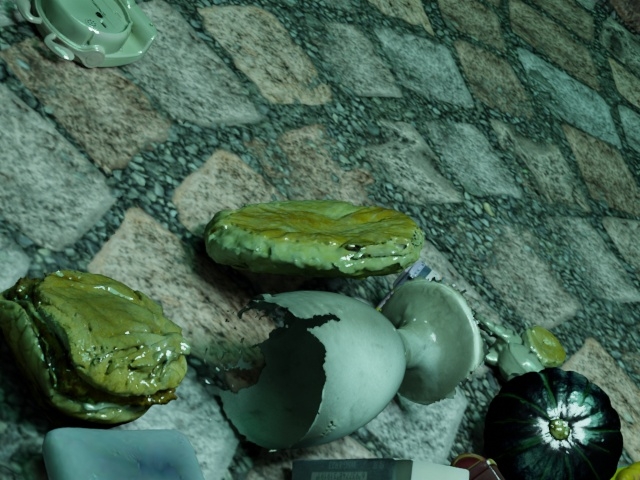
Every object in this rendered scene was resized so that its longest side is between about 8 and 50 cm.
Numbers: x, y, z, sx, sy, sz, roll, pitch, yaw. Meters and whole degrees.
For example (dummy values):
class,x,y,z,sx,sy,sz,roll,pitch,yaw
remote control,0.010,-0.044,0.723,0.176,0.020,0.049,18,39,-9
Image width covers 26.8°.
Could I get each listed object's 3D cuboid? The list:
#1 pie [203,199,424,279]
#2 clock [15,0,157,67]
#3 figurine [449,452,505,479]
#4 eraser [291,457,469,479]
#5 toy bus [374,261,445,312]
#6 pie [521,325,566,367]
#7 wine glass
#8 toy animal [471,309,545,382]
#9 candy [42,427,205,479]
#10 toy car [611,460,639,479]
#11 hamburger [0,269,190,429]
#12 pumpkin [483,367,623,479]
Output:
class,x,y,z,sx,sy,sz,roll,pitch,yaw
pie,0.000,0.000,1.774,0.306,0.071,0.306,2,16,-1
clock,-0.335,-0.313,1.903,0.151,0.062,0.191,49,33,11
figurine,0.226,0.339,1.734,0.154,0.082,0.098,56,21,22
eraser,0.062,0.274,1.513,0.092,0.212,0.046,17,72,-34
toy bus,0.125,0.079,1.897,0.058,0.102,0.052,42,32,4
pie,0.350,0.168,2.110,0.084,0.020,0.084,26,36,-21
wine glass,0.037,0.145,1.647,0.357,0.190,0.190,-4,55,-47
toy animal,0.301,0.199,1.980,0.176,0.073,0.217,10,39,-48
candy,-0.194,0.256,1.376,0.174,0.071,0.138,7,47,-41
toy car,0.499,0.408,1.871,0.200,0.142,0.248,-3,56,-50
hamburger,-0.253,0.119,1.451,0.183,0.130,0.206,7,28,-45
pumpkin,0.316,0.268,1.820,0.194,0.194,0.150,64,8,30
